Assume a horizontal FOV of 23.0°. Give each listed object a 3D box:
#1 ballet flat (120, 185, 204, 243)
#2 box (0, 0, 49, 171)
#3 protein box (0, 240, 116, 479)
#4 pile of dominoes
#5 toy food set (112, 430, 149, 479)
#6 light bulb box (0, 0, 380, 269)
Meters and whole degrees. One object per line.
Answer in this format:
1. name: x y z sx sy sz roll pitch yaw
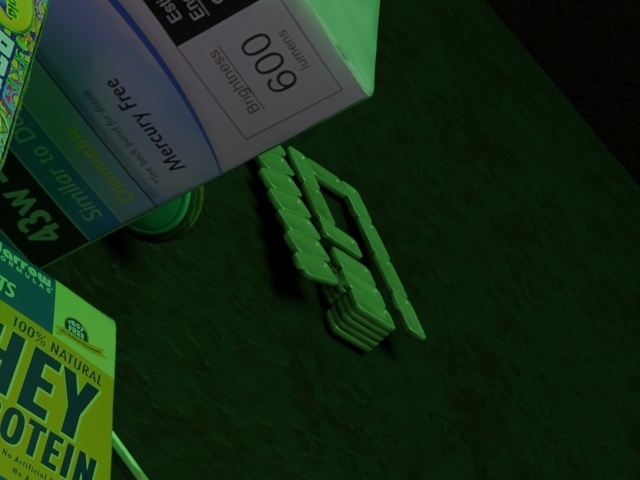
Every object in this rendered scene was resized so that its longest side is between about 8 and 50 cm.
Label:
1. ballet flat: -0.201 -0.148 1.299 0.342 0.116 0.124 51 6 2
2. box: -0.328 -0.080 0.708 0.279 0.290 0.177 41 27 -26
3. protein box: -0.217 0.122 0.755 0.136 0.201 0.200 39 28 -31
4. pile of dominoes: 0.000 0.000 1.567 0.196 0.040 0.251 32 23 -40
5. toy food set: -0.175 0.119 0.926 0.038 0.192 0.132 -39 97 -28
6. light bulb box: -0.204 -0.189 0.946 0.358 0.361 0.225 53 22 -25
